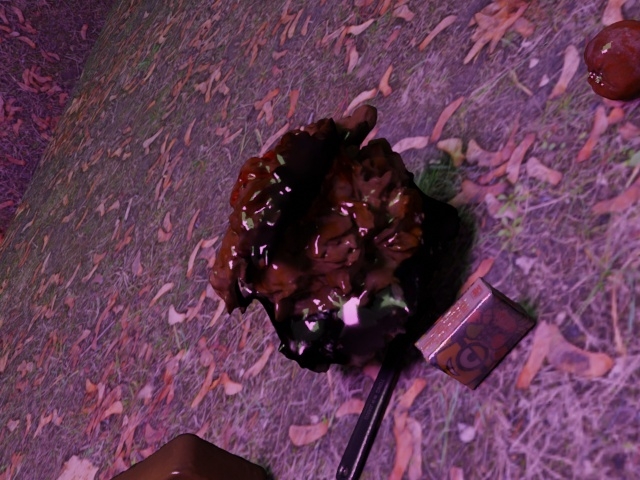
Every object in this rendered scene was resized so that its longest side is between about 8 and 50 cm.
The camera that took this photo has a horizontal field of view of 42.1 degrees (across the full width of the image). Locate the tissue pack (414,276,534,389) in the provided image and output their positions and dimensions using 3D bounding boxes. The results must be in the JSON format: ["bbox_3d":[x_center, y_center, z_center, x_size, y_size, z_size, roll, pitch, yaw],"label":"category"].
[{"bbox_3d":[0.132,0.080,0.713,0.083,0.063,0.035,-50,28,15],"label":"tissue pack"}]

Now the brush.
[{"bbox_3d":[-0.157,0.281,0.891,0.197,0.123,0.059,-36,31,32],"label":"brush"}]

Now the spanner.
[{"bbox_3d":[0.063,0.140,0.809,0.046,0.012,0.208,4,65,56],"label":"spanner"}]

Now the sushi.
[{"bbox_3d":[-0.004,-0.004,0.824,0.225,0.218,0.238,-39,26,28],"label":"sushi"}]

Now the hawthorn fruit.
[{"bbox_3d":[0.286,-0.170,0.741,0.103,0.067,0.067,-28,33,-1],"label":"hawthorn fruit"}]
